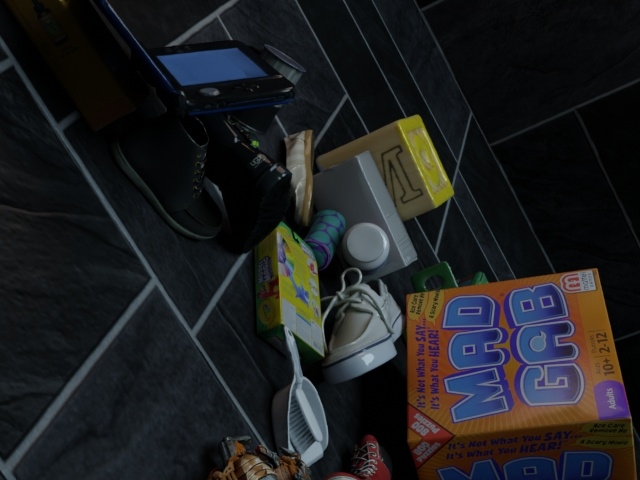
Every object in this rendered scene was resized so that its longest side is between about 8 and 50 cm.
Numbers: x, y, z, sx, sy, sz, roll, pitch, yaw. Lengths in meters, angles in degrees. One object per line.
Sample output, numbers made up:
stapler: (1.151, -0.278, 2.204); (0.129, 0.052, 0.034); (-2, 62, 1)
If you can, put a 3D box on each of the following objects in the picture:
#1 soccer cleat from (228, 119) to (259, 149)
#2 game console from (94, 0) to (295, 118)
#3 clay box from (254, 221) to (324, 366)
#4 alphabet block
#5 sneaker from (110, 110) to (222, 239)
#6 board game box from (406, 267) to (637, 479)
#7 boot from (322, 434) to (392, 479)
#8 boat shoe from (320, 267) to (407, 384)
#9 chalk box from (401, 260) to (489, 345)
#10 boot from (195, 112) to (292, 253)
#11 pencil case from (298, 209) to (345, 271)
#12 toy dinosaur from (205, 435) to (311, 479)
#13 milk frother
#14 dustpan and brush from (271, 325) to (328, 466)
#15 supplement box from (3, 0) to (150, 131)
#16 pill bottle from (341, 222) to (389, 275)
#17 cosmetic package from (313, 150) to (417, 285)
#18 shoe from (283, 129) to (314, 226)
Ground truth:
soccer cleat: (-0.138, -0.163, 1.635); (0.072, 0.060, 0.179); (51, 0, -5)
game console: (-0.195, -0.291, 1.377); (0.293, 0.250, 0.173); (-130, -146, -58)
clay box: (-0.053, 0.080, 1.630); (0.127, 0.053, 0.222); (44, 30, -43)
alphabet block: (0.135, -0.131, 2.068); (0.193, 0.197, 0.192); (65, 23, -4)
sneaker: (-0.182, -0.089, 1.417); (0.222, 0.118, 0.083); (47, 29, -40)
board game box: (0.361, 0.318, 1.814); (0.356, 0.357, 0.356); (-85, 162, -50)
boot: (0.057, 0.366, 1.560); (0.244, 0.088, 0.176); (53, 24, -49)
boat shoe: (0.063, 0.128, 1.737); (0.156, 0.136, 0.367); (65, 19, -4)
chalk box: (0.289, 0.190, 2.126); (0.288, 0.180, 0.179); (61, 22, -9)
boot: (-0.146, -0.108, 1.524); (0.207, 0.094, 0.246); (44, -23, 12)
pencil case: (0.000, 0.000, 1.802); (0.151, 0.070, 0.064); (-61, 132, -64)
toy dinosaur: (-0.086, 0.343, 1.239); (0.322, 0.164, 0.218); (-9, 61, -49)
milk frother: (-0.122, -0.269, 1.705); (0.129, 0.134, 0.143); (36, 14, 11)
dustpan and brush: (-0.036, 0.236, 1.505); (0.147, 0.060, 0.211); (-12, 79, -67)
supplement box: (-0.326, -0.266, 1.323); (0.233, 0.078, 0.080); (58, 24, -22)
pill bottle: (0.081, 0.014, 1.814); (0.160, 0.087, 0.087); (74, -4, -83)
cosmetic package: (0.079, -0.042, 1.951); (0.237, 0.127, 0.107); (68, 22, -1)
shoe: (-0.042, -0.115, 1.854); (0.076, 0.058, 0.219); (89, 2, -52)
